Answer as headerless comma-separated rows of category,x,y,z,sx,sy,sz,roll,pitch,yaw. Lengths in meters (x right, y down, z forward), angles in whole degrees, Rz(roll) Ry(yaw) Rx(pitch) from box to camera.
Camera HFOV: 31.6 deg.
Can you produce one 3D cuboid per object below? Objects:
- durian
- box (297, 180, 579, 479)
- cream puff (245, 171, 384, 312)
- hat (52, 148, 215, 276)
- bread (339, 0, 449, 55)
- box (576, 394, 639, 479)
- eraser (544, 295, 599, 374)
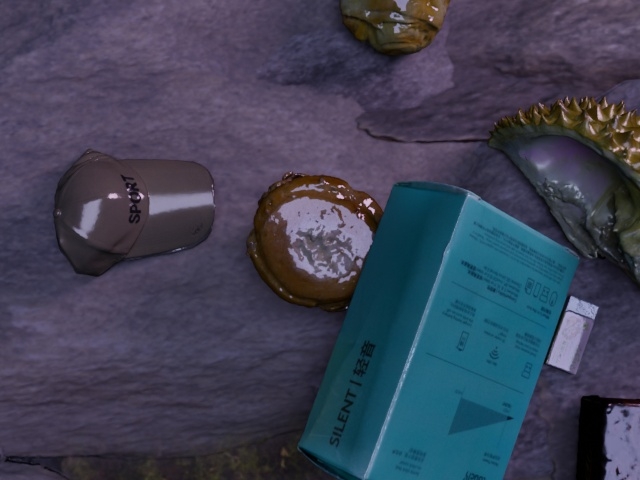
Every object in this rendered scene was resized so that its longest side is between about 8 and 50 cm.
durian,0.331,-0.045,1.237,0.166,0.172,0.306,-40,95,20
box,0.126,0.116,1.183,0.205,0.118,0.312,24,83,-37
cream puff,0.000,0.000,1.238,0.150,0.115,0.165,-31,95,2
hat,-0.205,-0.044,1.253,0.175,0.085,0.147,-9,84,-1
bread,0.105,-0.325,1.290,0.128,0.088,0.232,21,80,-7
box,0.483,0.311,1.218,0.415,0.116,0.265,5,86,-1
eraser,0.284,0.107,1.280,0.038,0.019,0.083,20,85,2
